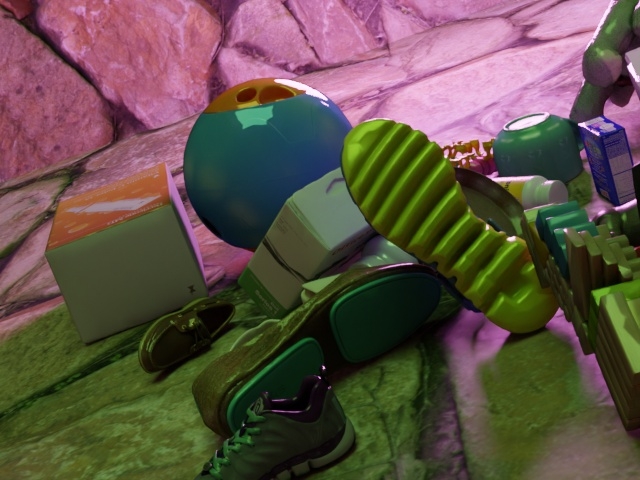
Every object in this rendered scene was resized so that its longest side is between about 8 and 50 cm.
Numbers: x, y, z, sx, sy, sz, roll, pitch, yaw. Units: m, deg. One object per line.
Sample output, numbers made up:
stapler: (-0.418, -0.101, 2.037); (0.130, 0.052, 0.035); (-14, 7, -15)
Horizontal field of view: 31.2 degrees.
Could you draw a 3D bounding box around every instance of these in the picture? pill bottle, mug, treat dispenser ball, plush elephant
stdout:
pill bottle: (0.292, -0.060, 1.639); (0.116, 0.065, 0.065); (0, 27, 47)
mug: (0.338, -0.147, 1.795); (0.130, 0.097, 0.158); (-12, 19, 26)
treat dispenser ball: (-0.077, -0.119, 1.850); (0.288, 0.288, 0.288); (-18, 17, 6)
pill bottle: (0.114, 0.022, 1.539); (0.094, 0.094, 0.169); (-2, 25, 46)
plush elephant: (0.570, -0.299, 1.814); (0.255, 0.272, 0.330); (23, 70, 13)

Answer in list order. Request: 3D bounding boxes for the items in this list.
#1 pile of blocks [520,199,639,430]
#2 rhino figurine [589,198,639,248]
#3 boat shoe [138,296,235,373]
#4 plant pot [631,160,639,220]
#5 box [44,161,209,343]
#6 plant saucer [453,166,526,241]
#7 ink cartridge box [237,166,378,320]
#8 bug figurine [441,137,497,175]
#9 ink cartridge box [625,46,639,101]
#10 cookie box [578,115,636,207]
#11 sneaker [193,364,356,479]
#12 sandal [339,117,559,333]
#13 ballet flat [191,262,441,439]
pile of blocks: (0.297, 0.033, 1.132); (0.113, 0.148, 0.362); (-14, 29, -1)
rhino figurine: (0.362, -0.005, 1.382); (0.243, 0.073, 0.106); (-16, 22, 18)
boat shoe: (-0.186, 0.127, 1.607); (0.060, 0.064, 0.178); (-9, 18, 37)
plant pot: (0.432, -0.045, 1.169); (0.187, 0.167, 0.188); (-26, -6, -19)
box: (-0.326, 0.010, 1.943); (0.215, 0.168, 0.345); (-21, 17, -4)
plant saucer: (0.213, -0.031, 1.542); (0.029, 0.168, 0.168); (-55, -7, 38)
ink cartridge box: (0.000, 0.000, 1.563); (0.160, 0.092, 0.219); (-33, -13, -34)
bug figurine: (0.187, -0.109, 1.894); (0.216, 0.072, 0.279); (-23, 12, -31)
ink cartridge box: (0.556, -0.183, 1.455); (0.270, 0.198, 0.197); (-22, 17, 16)
cookie box: (0.403, -0.111, 1.597); (0.040, 0.107, 0.092); (-19, 18, -1)
sneaker: (-0.077, 0.211, 1.172); (0.224, 0.098, 0.083); (-27, 18, -20)
sandal: (0.142, -0.012, 1.361); (0.126, 0.317, 0.138); (-42, -3, -4)
ballet flat: (-0.013, 0.113, 1.369); (0.342, 0.116, 0.124); (-35, 35, -25)
